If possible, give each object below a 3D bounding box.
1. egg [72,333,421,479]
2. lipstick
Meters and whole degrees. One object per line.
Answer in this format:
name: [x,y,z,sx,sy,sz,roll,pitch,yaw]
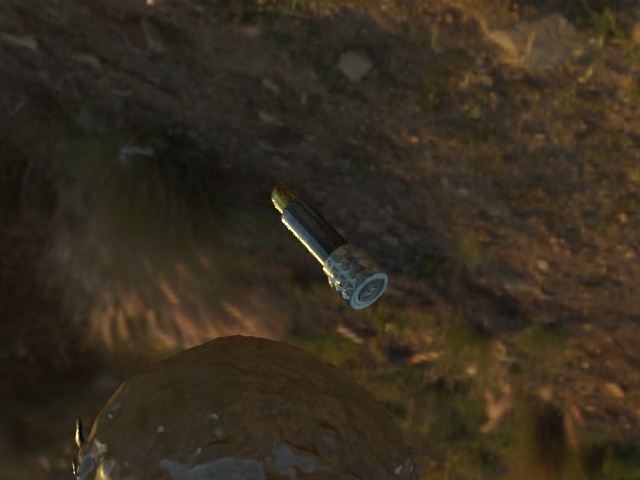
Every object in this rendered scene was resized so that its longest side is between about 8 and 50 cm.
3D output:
egg: [-0.057,0.203,0.954,0.279,0.279,0.310,15,168,-8]
lipstick: [0.000,0.000,0.878,0.116,0.037,0.037,46,165,31]
